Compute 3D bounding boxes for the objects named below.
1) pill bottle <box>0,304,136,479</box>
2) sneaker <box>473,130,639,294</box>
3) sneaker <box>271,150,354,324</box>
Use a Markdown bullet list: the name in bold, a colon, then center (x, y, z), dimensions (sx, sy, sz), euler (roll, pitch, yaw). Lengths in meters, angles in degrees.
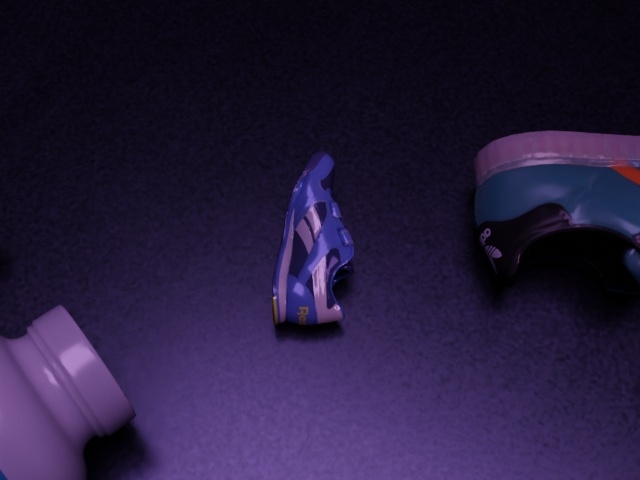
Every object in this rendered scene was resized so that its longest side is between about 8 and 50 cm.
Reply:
- **pill bottle**: center (-0.252, 0.150, 0.589), dimensions (0.264, 0.146, 0.146), euler (-33, 68, -17)
- **sneaker**: center (0.269, -0.013, 0.710), dimensions (0.302, 0.108, 0.121), euler (-2, 63, 7)
- **sneaker**: center (0.000, 0.000, 0.725), dimensions (0.059, 0.053, 0.144), euler (8, 71, 4)
